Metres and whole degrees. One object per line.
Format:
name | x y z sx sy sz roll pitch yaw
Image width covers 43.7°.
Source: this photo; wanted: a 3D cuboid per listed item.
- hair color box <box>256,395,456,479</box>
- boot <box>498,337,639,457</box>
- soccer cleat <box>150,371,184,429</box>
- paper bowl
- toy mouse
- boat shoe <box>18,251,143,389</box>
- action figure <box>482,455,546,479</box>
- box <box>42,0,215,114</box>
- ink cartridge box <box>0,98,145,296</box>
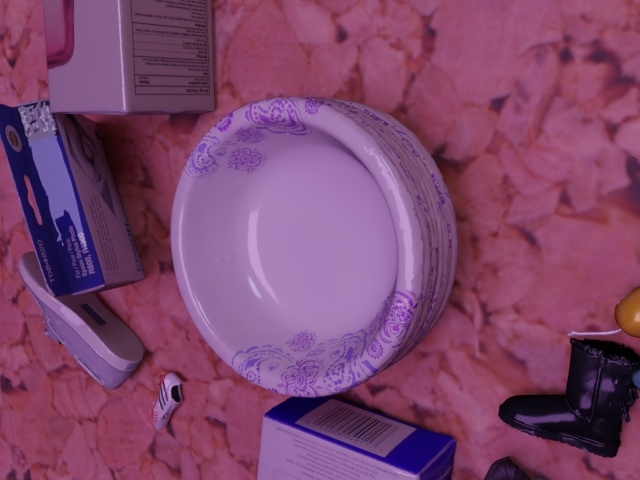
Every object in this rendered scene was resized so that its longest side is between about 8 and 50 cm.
hair color box | 0.023 0.354 0.871 0.185 0.110 0.339 15 105 29
boot | 0.232 0.137 0.736 0.121 0.045 0.099 15 109 22
soccer cleat | -0.196 0.210 1.031 0.035 0.029 0.083 22 105 32
paper bowl | 0.000 0.000 0.797 0.284 0.148 0.285 7 103 32
toy mouse | 0.316 0.093 0.663 0.161 0.031 0.143 -37 80 13
boat shoe | -0.335 0.110 1.070 0.227 0.079 0.081 42 113 16
action figure | 0.261 0.321 0.722 0.284 0.099 0.186 26 103 22
box | -0.211 -0.257 0.885 0.126 0.148 0.233 6 101 32
ink cartridge box | -0.284 -0.048 0.932 0.045 0.224 0.224 -18 89 4
